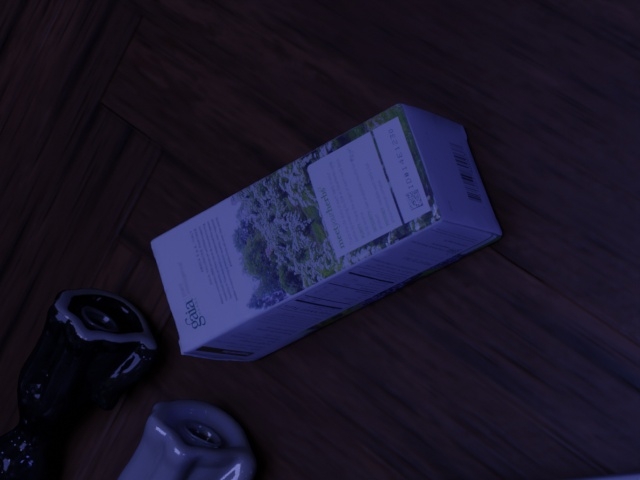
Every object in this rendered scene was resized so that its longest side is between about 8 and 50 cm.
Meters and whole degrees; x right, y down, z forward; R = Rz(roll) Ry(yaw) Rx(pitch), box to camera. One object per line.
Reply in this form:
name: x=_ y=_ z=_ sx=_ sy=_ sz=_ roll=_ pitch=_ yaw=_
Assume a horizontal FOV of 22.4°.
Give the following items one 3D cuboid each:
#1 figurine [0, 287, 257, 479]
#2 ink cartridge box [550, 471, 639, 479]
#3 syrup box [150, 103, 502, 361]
figurine: x=-0.175 y=0.183 z=1.285 sx=0.215 sy=0.092 sz=0.209 roll=45 pitch=116 yaw=27
ink cartridge box: x=0.146 y=0.302 z=0.997 sx=0.304 sy=0.072 sz=0.307 roll=-8 pitch=70 yaw=21
syrup box: x=0.000 y=0.000 z=1.179 sx=0.237 sy=0.096 sz=0.093 roll=-28 pitch=69 yaw=27
